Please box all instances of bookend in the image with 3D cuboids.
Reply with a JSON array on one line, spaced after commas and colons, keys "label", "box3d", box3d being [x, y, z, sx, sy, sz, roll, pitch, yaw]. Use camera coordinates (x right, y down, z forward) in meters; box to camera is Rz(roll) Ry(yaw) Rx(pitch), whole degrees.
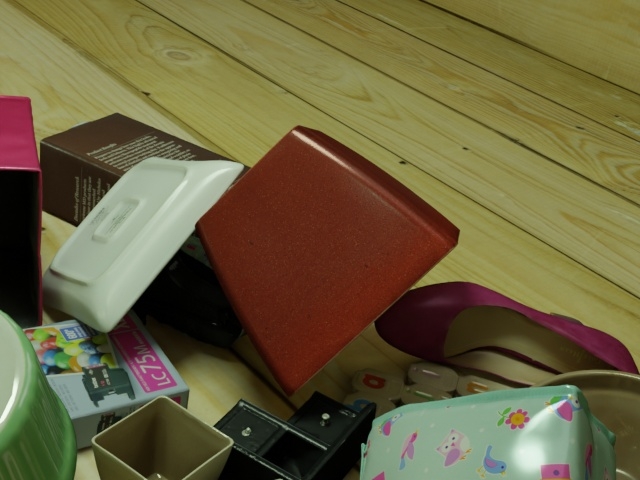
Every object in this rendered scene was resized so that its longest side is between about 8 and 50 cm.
[{"label": "bookend", "box3d": [-0.041, 0.229, 1.066, 0.156, 0.072, 0.157, 24, 39, 26]}]

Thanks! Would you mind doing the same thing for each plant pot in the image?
[{"label": "plant pot", "box3d": [-0.172, 0.252, 0.979, 0.109, 0.096, 0.109, 26, 32, 27]}, {"label": "plant pot", "box3d": [0.000, 0.000, 1.161, 0.236, 0.267, 0.267, 48, 10, 4]}, {"label": "plant pot", "box3d": [0.324, 0.264, 1.042, 0.237, 0.109, 0.237, -10, 31, 6]}]

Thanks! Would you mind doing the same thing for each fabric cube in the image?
[{"label": "fabric cube", "box3d": [-0.512, -0.036, 1.216, 0.254, 0.259, 0.258, -2, 29, -21]}]

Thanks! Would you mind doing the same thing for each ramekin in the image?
[{"label": "ramekin", "box3d": [-0.401, 0.190, 0.879, 0.303, 0.148, 0.303, 1, 42, -1]}]

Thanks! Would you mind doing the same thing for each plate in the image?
[{"label": "plate", "box3d": [-0.261, -0.017, 1.225, 0.277, 0.045, 0.278, -54, 30, -17]}]

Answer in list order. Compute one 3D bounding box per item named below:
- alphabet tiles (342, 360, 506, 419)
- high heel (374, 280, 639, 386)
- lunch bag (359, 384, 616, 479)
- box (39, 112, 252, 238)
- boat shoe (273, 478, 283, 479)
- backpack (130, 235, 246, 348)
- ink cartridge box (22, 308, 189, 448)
[{"label": "alphabet tiles", "box3d": [0.161, 0.254, 1.170, 0.278, 0.021, 0.284, 16, 29, 8]}, {"label": "high heel", "box3d": [0.270, 0.149, 1.276, 0.377, 0.127, 0.181, 4, 19, -19]}, {"label": "lunch bag", "box3d": [0.147, 0.276, 0.903, 0.262, 0.160, 0.223, -12, 50, 32]}, {"label": "box", "box3d": [-0.258, -0.072, 1.493, 0.381, 0.143, 0.191, 25, 32, 21]}, {"label": "boat shoe", "box3d": [-0.039, 0.349, 0.839, 0.097, 0.116, 0.324, -5, 28, -18]}, {"label": "backpack", "box3d": [-0.166, 0.069, 1.273, 0.182, 0.152, 0.115, 26, 27, 15]}, {"label": "ink cartridge box", "box3d": [-0.338, 0.178, 1.096, 0.311, 0.065, 0.186, -11, 36, -32]}]
